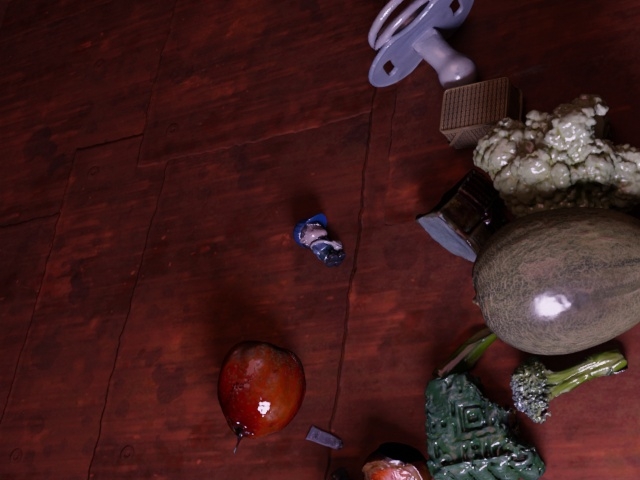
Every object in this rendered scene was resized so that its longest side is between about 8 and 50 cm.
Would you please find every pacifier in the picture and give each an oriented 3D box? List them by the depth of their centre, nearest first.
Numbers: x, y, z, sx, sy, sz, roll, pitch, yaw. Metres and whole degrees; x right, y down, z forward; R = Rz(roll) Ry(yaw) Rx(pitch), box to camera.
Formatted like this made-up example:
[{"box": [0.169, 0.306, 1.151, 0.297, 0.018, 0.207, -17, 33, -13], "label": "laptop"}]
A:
[{"box": [0.246, -0.413, 2.254, 0.299, 0.244, 0.233, -44, 77, 7], "label": "pacifier"}]

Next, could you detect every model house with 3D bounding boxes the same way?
[{"box": [0.299, -0.050, 2.060, 0.165, 0.106, 0.152, 43, 78, 8], "label": "model house"}]

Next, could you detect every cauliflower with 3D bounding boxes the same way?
[{"box": [0.442, -0.160, 1.905, 0.327, 0.260, 0.281, 11, 73, 17], "label": "cauliflower"}]

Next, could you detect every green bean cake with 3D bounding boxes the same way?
[{"box": [0.279, 0.323, 1.825, 0.193, 0.107, 0.208, -19, 52, 26], "label": "green bean cake"}]

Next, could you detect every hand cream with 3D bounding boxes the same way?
[{"box": [0.008, 0.385, 2.038, 0.093, 0.019, 0.030, 13, 70, 42], "label": "hand cream"}]

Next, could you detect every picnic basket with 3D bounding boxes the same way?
[{"box": [0.333, -0.261, 2.165, 0.164, 0.079, 0.115, -8, 59, 32], "label": "picnic basket"}]

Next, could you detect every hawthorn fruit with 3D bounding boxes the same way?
[{"box": [-0.132, 0.312, 2.073, 0.181, 0.181, 0.235, 6, 63, 38], "label": "hawthorn fruit"}]

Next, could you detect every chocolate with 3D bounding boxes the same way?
[{"box": [0.132, 0.435, 1.850, 0.124, 0.127, 0.133, 35, 110, 53], "label": "chocolate"}]

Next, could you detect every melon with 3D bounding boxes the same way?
[{"box": [0.420, 0.066, 1.783, 0.329, 0.248, 0.248, -14, 55, 11], "label": "melon"}]

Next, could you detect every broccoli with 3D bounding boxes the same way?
[{"box": [0.423, 0.233, 1.798, 0.204, 0.122, 0.118, -21, 66, 6], "label": "broccoli"}]

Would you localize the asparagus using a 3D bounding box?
[{"box": [0.283, 0.200, 1.942, 0.178, 0.041, 0.045, -45, 55, 2], "label": "asparagus"}]

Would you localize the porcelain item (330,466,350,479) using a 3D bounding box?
[{"box": [0.062, 0.507, 1.888, 0.081, 0.069, 0.215, -39, 49, 15], "label": "porcelain item"}]

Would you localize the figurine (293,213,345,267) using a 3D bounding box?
[{"box": [-0.003, 0.007, 2.256, 0.136, 0.077, 0.079, 58, 137, 27], "label": "figurine"}]
